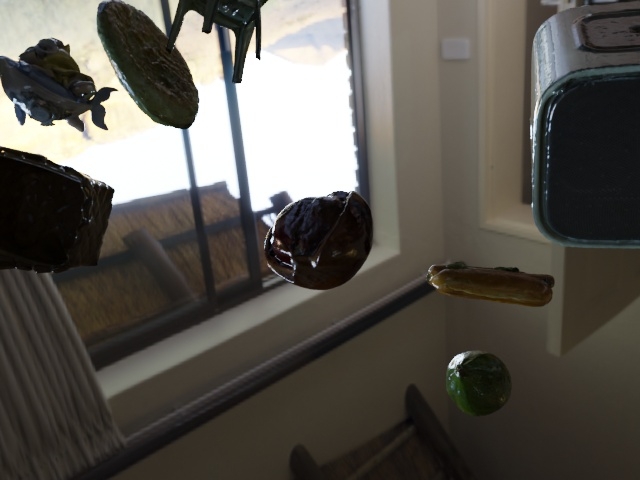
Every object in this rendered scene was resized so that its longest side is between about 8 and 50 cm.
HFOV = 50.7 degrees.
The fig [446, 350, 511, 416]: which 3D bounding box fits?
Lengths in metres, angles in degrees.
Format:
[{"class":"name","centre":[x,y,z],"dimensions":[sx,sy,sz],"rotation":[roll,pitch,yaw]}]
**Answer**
[{"class":"fig","centre":[0.290,0.262,1.257],"dimensions":[0.123,0.123,0.156],"rotation":[4,166,22]}]

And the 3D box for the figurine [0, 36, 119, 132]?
[{"class":"figurine","centre":[-0.458,-0.269,1.174],"dimensions":[0.208,0.128,0.184],"rotation":[21,-138,-15]}]

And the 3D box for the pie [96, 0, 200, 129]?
[{"class":"pie","centre":[-0.370,-0.379,1.447],"dimensions":[0.070,0.323,0.323],"rotation":[-31,-163,17]}]

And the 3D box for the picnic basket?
[{"class":"picnic basket","centre":[-0.630,-0.062,1.451],"dimensions":[0.291,0.254,0.321],"rotation":[16,-178,12]}]

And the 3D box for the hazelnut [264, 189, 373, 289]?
[{"class":"hazelnut","centre":[0.001,-0.006,1.130],"dimensions":[0.160,0.202,0.170],"rotation":[13,-128,-23]}]

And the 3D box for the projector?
[{"class":"projector","centre":[0.408,-0.158,0.890],"dimensions":[0.248,0.248,0.249],"rotation":[0,-145,16]}]

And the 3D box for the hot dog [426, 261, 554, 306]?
[{"class":"hot dog","centre":[0.332,0.081,1.318],"dimensions":[0.249,0.068,0.100],"rotation":[7,-172,-5]}]

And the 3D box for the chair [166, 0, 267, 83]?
[{"class":"chair","centre":[-0.191,-0.525,1.484],"dimensions":[0.203,0.275,0.190],"rotation":[17,163,-34]}]
